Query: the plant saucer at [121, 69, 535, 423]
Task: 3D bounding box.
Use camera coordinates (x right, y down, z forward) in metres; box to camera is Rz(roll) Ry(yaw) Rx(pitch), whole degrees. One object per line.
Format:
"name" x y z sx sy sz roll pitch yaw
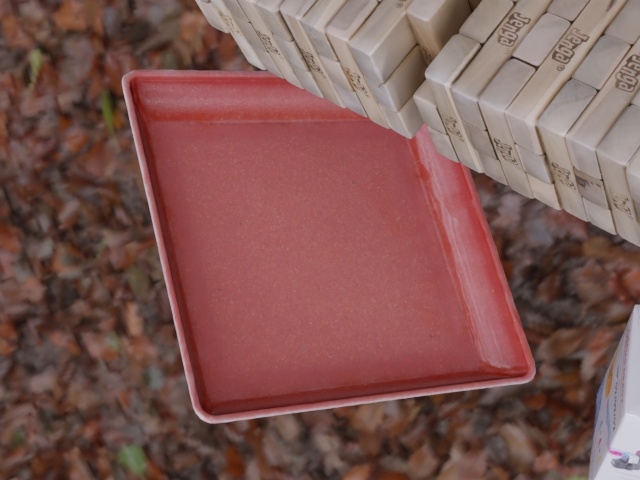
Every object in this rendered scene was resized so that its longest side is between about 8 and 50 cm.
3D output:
"plant saucer" 0.000 0.000 0.863 0.048 0.259 0.259 -49 51 53

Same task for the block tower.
"block tower" 0.077 -0.103 0.659 0.335 0.097 0.091 31 167 32

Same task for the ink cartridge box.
"ink cartridge box" 0.263 0.125 0.968 0.061 0.104 0.181 11 143 6
